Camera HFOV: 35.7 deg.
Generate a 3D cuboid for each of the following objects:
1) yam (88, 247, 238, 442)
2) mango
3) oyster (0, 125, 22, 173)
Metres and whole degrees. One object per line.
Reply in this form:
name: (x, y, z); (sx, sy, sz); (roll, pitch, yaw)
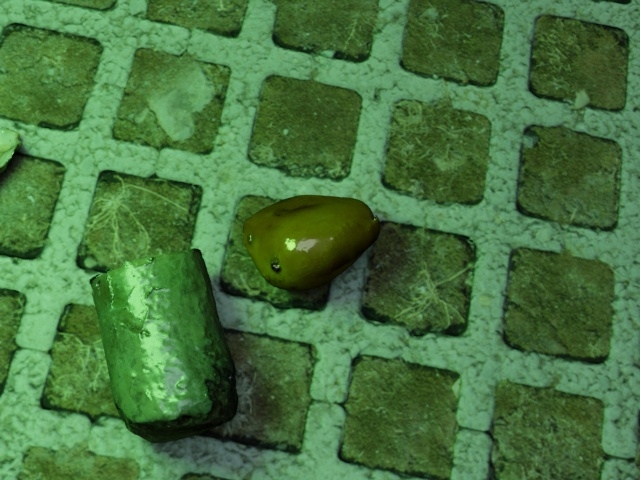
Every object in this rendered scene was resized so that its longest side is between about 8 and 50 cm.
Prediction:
yam: (-0.244, 0.168, 1.566); (0.195, 0.195, 0.300); (-14, 70, -10)
mango: (0.000, 0.000, 1.674); (0.236, 0.166, 0.136); (-31, 118, -35)
oyster: (-0.621, -0.117, 1.698); (0.161, 0.107, 0.233); (18, 50, 7)
